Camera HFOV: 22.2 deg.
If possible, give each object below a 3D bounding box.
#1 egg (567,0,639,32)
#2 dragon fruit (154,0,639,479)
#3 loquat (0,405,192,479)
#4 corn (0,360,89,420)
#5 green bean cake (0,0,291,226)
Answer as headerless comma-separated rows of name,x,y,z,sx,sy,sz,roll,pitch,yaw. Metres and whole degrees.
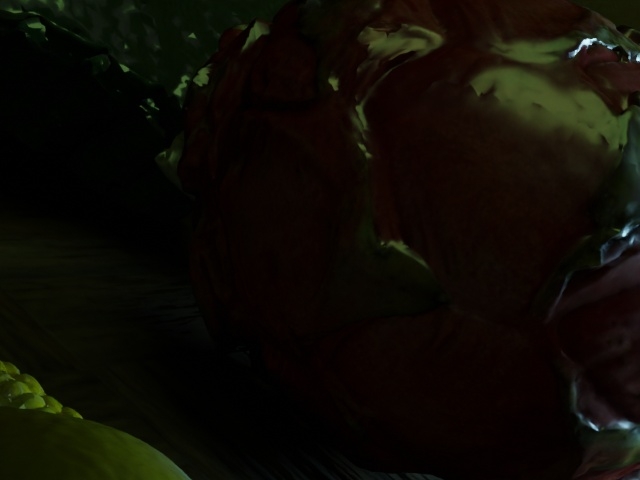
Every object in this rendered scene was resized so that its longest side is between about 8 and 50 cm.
egg,0.228,-0.062,1.129,0.301,0.301,0.374,21,32,-13
dragon fruit,0.079,-0.002,0.852,0.342,0.277,0.277,24,19,7
loquat,-0.096,0.123,0.488,0.152,0.152,0.195,4,26,-47
corn,-0.152,0.073,0.622,0.292,0.101,0.101,30,20,15
green bean cake,-0.124,-0.162,1.005,0.255,0.132,0.241,30,57,-27
